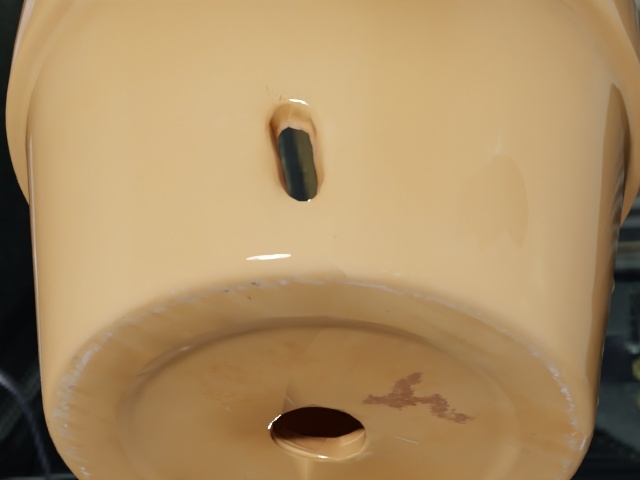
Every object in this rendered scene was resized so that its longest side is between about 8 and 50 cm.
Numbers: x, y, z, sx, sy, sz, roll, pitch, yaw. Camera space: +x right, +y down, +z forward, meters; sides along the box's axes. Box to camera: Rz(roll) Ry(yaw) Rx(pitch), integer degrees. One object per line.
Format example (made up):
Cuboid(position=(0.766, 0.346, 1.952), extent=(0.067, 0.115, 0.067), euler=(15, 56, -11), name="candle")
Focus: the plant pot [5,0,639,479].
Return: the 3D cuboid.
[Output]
Cuboid(position=(0.000, 0.000, 0.488), extent=(0.291, 0.291, 0.203), euler=(69, -162, -45), name="plant pot")
